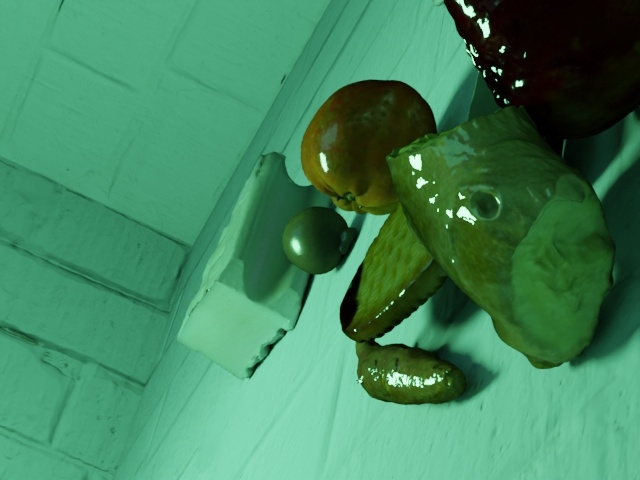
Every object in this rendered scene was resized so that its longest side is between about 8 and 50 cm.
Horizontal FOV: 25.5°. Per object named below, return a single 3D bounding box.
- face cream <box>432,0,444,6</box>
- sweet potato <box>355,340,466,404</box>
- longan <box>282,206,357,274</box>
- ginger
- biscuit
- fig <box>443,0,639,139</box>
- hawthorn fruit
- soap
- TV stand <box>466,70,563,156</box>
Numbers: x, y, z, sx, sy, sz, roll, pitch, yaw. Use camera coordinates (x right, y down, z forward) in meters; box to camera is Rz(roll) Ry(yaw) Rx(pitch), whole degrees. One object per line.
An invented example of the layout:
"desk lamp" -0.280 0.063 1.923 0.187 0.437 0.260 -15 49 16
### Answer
"face cream" 0.203 -0.404 2.253 0.040 0.021 0.083 -68 10 -18
"sweet potato" 0.079 0.134 1.414 0.072 0.066 0.314 -23 3 -11
"longan" 0.000 0.000 2.126 0.119 0.106 0.106 -1 54 31
"ginger" 0.149 -0.005 1.129 0.130 0.221 0.276 -29 -6 2
"biscuit" 0.126 -0.022 1.510 0.318 0.040 0.318 -52 10 13
"fig" 0.213 -0.213 1.168 0.263 0.224 0.224 -55 14 39
"hawthorn fruit" 0.069 -0.123 1.848 0.189 0.189 0.189 -61 10 19
"soap" -0.110 0.047 2.406 0.258 0.159 0.302 -56 11 51
"TV stand" 0.193 -0.132 1.359 0.088 0.082 0.270 71 -155 -43
